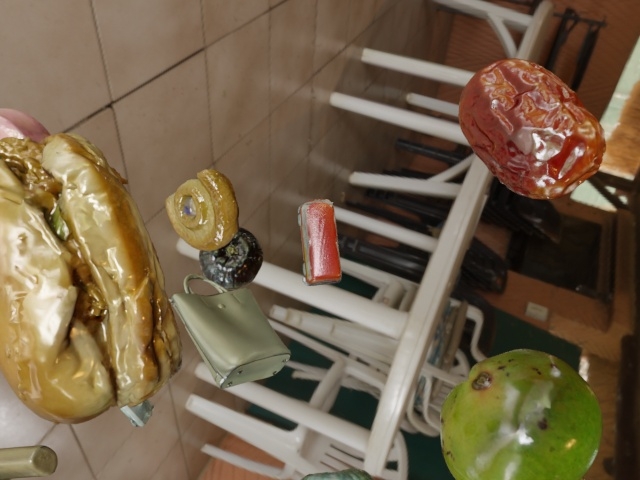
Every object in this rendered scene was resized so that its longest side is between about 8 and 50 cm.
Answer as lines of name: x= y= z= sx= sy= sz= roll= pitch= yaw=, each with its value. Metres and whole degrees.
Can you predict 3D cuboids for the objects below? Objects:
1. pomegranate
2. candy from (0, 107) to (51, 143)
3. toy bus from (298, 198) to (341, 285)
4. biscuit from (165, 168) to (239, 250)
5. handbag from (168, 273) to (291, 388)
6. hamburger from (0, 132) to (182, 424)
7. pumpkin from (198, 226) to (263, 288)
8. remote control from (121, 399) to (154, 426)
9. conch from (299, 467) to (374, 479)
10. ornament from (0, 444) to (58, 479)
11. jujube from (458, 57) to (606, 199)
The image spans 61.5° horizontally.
pomegranate: x=0.409 y=0.391 z=1.015 sx=0.309 sy=0.359 sz=0.216 roll=-40 pitch=-170 yaw=-7
candy: x=-0.658 y=-0.145 z=1.123 sx=0.094 sy=0.255 sz=0.255 roll=-49 pitch=155 yaw=-66
toy bus: x=0.000 y=0.000 z=1.624 sx=0.120 sy=0.121 sz=0.265 roll=131 pitch=-46 yaw=-79
biscuit: x=-0.333 y=-0.073 z=1.531 sx=0.274 sy=0.213 sz=0.091 roll=-33 pitch=178 yaw=40
handbag: x=-0.218 y=0.181 z=1.262 sx=0.241 sy=0.315 sz=0.109 roll=2 pitch=137 yaw=-51
hamburger: x=-0.275 y=0.048 z=0.604 sx=0.174 sy=0.305 sz=0.284 roll=-20 pitch=175 yaw=-21
pumpkin: x=-0.315 y=0.060 z=1.914 sx=0.233 sy=0.233 sz=0.163 roll=-63 pitch=-179 yaw=-24
remote control: x=-0.393 y=0.236 z=0.978 sx=0.052 sy=0.247 sz=0.104 roll=-41 pitch=-176 yaw=-22
conch: x=0.022 y=0.735 z=1.489 sx=0.220 sy=0.195 sz=0.277 roll=48 pitch=64 yaw=-21
ornament: x=-0.275 y=0.255 z=0.475 sx=0.061 sy=0.244 sz=0.230 roll=-81 pitch=152 yaw=-43
jujube: x=0.333 y=-0.180 z=0.868 sx=0.174 sy=0.250 sz=0.174 roll=-23 pitch=155 yaw=-11
